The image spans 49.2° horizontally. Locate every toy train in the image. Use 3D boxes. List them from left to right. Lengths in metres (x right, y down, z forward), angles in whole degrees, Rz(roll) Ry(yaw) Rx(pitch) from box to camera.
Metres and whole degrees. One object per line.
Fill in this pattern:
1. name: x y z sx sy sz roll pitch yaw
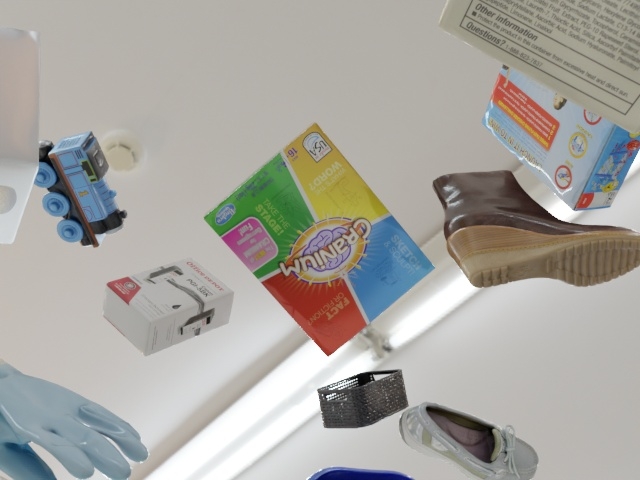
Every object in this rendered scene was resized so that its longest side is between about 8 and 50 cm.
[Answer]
1. toy train: -0.368 -0.074 1.074 0.105 0.080 0.184 -12 -61 9

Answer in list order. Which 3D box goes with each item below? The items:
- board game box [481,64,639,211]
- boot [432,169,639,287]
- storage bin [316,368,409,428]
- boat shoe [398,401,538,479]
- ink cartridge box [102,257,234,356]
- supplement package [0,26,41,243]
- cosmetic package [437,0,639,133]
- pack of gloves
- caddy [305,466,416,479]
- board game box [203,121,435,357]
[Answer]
1. board game box: 0.437 -0.261 1.213 0.086 0.308 0.302 -6 -49 -23
2. boot: 0.285 -0.034 0.936 0.249 0.207 0.090 -6 -47 0
3. storage bin: 0.092 0.338 1.498 0.122 0.180 0.084 -13 -93 40
4. boat shoe: 0.322 0.418 1.449 0.320 0.118 0.103 25 -40 -9
5. ink cartridge box: -0.195 0.081 0.906 0.099 0.135 0.056 33 -57 30
6. supplement package: -0.358 -0.095 0.681 0.139 0.133 0.244 3 -17 -28
7. cosmetic package: 0.209 -0.236 0.401 0.160 0.113 0.309 32 -46 8
8. pack of gloves: -0.226 0.107 0.380 0.232 0.195 0.046 19 -85 18
9. caddy: 0.069 0.453 0.989 0.341 0.241 0.179 19 -46 -38
10. board game box: 0.000 0.000 1.169 0.242 0.064 0.316 -41 -79 2
